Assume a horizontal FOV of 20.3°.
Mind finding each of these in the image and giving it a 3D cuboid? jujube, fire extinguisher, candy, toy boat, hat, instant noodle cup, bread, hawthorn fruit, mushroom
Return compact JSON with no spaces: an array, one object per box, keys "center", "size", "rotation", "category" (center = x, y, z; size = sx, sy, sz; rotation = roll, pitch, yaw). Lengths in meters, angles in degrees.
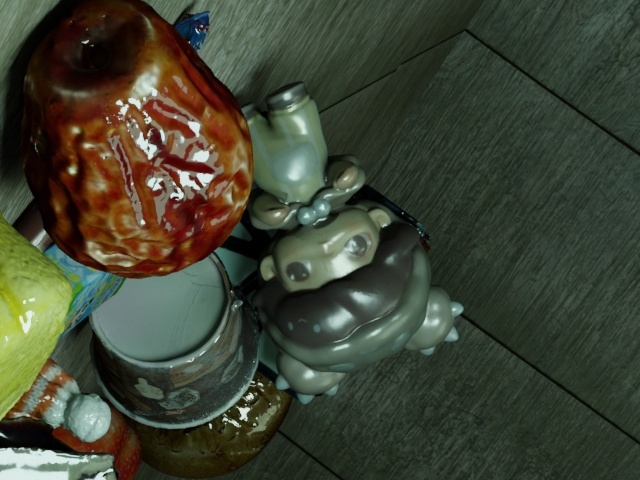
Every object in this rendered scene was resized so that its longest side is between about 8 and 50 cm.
[{"center":[-0.158,-0.079,1.479],"size":[0.197,0.197,0.290],"rotation":[-51,158,-19],"category":"jujube"},{"center":[-0.292,0.021,1.669],"size":[0.132,0.039,0.056],"rotation":[-52,165,-11],"category":"fire extinguisher"},{"center":[-0.261,0.040,1.887],"size":[0.097,0.062,0.194],"rotation":[-58,174,27],"category":"candy"},{"center":[-0.131,-0.187,1.717],"size":[0.083,0.038,0.038],"rotation":[-55,174,10],"category":"toy boat"},{"center":[-0.292,0.162,1.864],"size":[0.112,0.162,0.093],"rotation":[-54,172,-31],"category":"hat"},{"center":[-0.184,0.100,2.158],"size":[0.217,0.217,0.207],"rotation":[-52,167,-15],"category":"instant noodle cup"},{"center":[-0.316,0.090,1.373],"size":[0.270,0.148,0.270],"rotation":[-48,173,-8],"category":"bread"},{"center":[-0.328,0.286,2.295],"size":[0.188,0.169,0.169],"rotation":[-50,173,-35],"category":"hawthorn fruit"},{"center":[-0.177,0.203,2.630],"size":[0.297,0.278,0.163],"rotation":[-61,150,-7],"category":"mushroom"}]

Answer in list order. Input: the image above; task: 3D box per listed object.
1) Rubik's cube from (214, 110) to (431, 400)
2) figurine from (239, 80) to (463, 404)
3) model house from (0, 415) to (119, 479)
[{"center":[-0.039,0.025,2.424],"size":[0.293,0.288,0.283],"rotation":[-52,173,-1],"category":"Rubik's cube"},{"center":[0.000,-0.001,2.159],"size":[0.248,0.381,0.203],"rotation":[-25,-166,-1],"category":"figurine"},{"center":[-0.407,0.293,1.743],"size":[0.282,0.297,0.317],"rotation":[5,-110,61],"category":"model house"}]
